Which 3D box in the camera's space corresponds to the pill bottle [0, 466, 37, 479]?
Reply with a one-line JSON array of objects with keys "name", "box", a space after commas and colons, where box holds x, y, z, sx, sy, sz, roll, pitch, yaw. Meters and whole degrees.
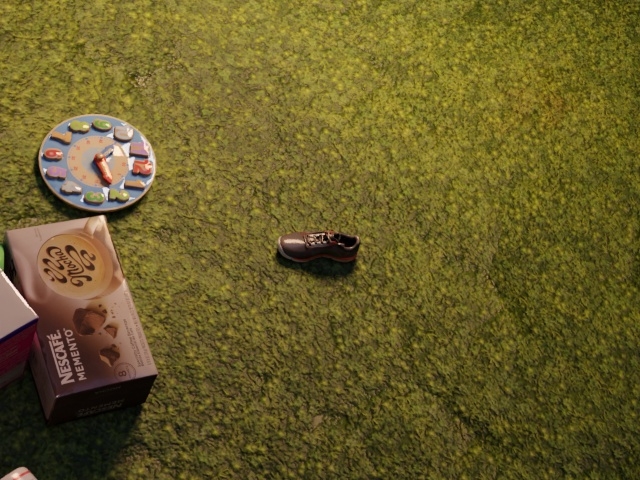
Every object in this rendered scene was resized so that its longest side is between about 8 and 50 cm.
[{"name": "pill bottle", "box": [-0.411, 0.413, 1.631, 0.160, 0.087, 0.087, 45, 56, 10]}]

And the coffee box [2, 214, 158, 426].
[{"name": "coffee box", "box": [-0.389, 0.124, 1.794, 0.168, 0.119, 0.297, -10, 64, -27]}]

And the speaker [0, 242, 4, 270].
[{"name": "speaker", "box": [-0.646, 0.041, 1.731, 0.296, 0.131, 0.131, 7, 58, -24]}]

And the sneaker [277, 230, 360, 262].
[{"name": "sneaker", "box": [0.000, 0.000, 2.049, 0.158, 0.065, 0.061, 1, 60, -21]}]

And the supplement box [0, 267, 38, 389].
[{"name": "supplement box", "box": [-0.506, 0.146, 1.676, 0.114, 0.220, 0.111, -33, 77, -34]}]

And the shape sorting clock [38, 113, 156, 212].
[{"name": "shape sorting clock", "box": [-0.394, -0.140, 2.001, 0.206, 0.040, 0.206, 10, 57, -15]}]
